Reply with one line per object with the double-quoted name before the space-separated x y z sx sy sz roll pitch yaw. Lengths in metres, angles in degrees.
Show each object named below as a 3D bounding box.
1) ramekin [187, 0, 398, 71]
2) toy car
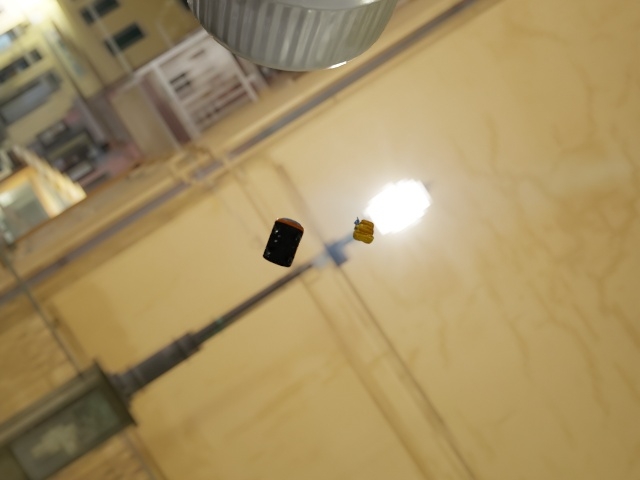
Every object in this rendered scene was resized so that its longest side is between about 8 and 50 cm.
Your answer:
"ramekin" -0.023 -0.240 1.348 0.207 0.207 0.109 53 -35 29
"toy car" 0.000 0.000 1.669 0.040 0.122 0.060 -71 165 -54
